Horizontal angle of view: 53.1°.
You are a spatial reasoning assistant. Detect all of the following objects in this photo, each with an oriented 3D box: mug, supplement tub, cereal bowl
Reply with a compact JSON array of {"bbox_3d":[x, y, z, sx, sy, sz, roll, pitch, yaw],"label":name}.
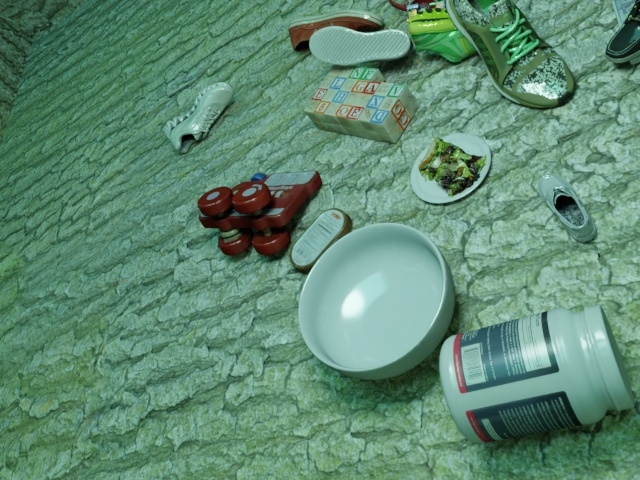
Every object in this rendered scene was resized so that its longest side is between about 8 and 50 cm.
[{"bbox_3d":[0.279,-0.719,1.867,0.150,0.113,0.169,-43,40,47],"label":"mug"},{"bbox_3d":[0.356,0.224,1.075,0.272,0.191,0.191,-19,51,24],"label":"supplement tub"},{"bbox_3d":[0.129,0.137,1.338,0.339,0.141,0.339,-19,52,25],"label":"cereal bowl"}]

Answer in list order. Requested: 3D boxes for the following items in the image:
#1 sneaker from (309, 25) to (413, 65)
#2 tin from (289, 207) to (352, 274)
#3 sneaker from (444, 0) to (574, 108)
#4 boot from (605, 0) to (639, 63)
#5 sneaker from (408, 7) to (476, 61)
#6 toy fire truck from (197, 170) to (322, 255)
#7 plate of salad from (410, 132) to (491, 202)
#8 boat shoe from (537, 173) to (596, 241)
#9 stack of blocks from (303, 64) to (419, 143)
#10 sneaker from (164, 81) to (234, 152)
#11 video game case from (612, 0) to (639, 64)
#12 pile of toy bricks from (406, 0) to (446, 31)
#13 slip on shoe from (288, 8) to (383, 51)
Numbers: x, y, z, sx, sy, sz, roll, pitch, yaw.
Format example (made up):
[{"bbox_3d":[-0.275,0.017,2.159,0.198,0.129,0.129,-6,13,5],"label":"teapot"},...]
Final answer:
[{"bbox_3d":[0.119,-0.538,1.798,0.282,0.161,0.102,7,105,12],"label":"sneaker"},{"bbox_3d":[0.000,0.000,1.605,0.189,0.040,0.106,-49,49,-3],"label":"tin"},{"bbox_3d":[0.416,-0.470,1.458,0.158,0.182,0.410,-40,74,11],"label":"sneaker"},{"bbox_3d":[0.670,-0.505,1.330,0.236,0.178,0.085,-45,45,1],"label":"boot"},{"bbox_3d":[0.377,-0.528,1.650,0.296,0.123,0.109,11,57,21],"label":"sneaker"},{"bbox_3d":[-0.169,-0.100,1.733,0.302,0.169,0.254,-1,36,35],"label":"toy fire truck"},{"bbox_3d":[0.298,-0.177,1.500,0.200,0.048,0.199,-19,50,24],"label":"plate of salad"},{"bbox_3d":[0.484,-0.076,1.281,0.066,0.063,0.184,-27,48,19],"label":"boat shoe"},{"bbox_3d":[0.117,-0.376,1.744,0.297,0.087,0.171,21,74,43],"label":"stack of blocks"},{"bbox_3d":[-0.392,-0.405,2.138,0.292,0.110,0.118,-39,52,19],"label":"sneaker"},{"bbox_3d":[0.754,-0.491,1.402,0.183,0.023,0.201,-16,52,27],"label":"video game case"},{"bbox_3d":[0.334,-0.597,1.746,0.212,0.118,0.105,-5,95,22],"label":"pile of toy bricks"},{"bbox_3d":[0.046,-0.647,1.987,0.331,0.123,0.101,1,93,31],"label":"slip on shoe"}]
